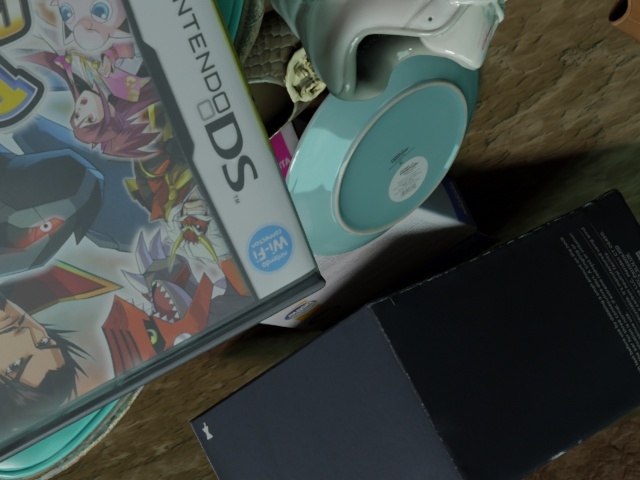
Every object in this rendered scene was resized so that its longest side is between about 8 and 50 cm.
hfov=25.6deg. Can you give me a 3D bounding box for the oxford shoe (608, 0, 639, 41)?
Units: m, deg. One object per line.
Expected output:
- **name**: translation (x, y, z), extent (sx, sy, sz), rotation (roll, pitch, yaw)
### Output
- **oxford shoe**: translation (0.231, -0.199, 0.901), extent (0.076, 0.076, 0.212), rotation (17, 145, 7)

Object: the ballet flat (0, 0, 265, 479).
- **ballet flat**: translation (-0.110, -0.017, 0.770), extent (0.316, 0.108, 0.106), rotation (-64, -172, 4)

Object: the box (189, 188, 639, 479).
- **box**: translation (0.108, 0.138, 1.270), extent (0.312, 0.179, 0.343), rotation (-22, 170, -35)

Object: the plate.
- **plate**: translation (0.051, -0.062, 0.991), extent (0.188, 0.024, 0.188), rotation (-33, 145, -27)

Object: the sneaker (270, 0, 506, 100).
- **sneaker**: translation (0.084, -0.155, 0.785), extent (0.232, 0.115, 0.090), rotation (-35, 155, 28)

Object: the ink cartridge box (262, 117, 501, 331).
- **ink cartridge box**: translation (0.000, 0.000, 1.139), extent (0.186, 0.065, 0.311), rotation (-34, 154, 24)

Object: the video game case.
- **video game case**: translation (-0.157, -0.024, 0.660), extent (0.275, 0.248, 0.035), rotation (-28, -156, -16)

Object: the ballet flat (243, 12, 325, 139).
- **ballet flat**: translation (-0.080, -0.056, 0.886), extent (0.250, 0.058, 0.084), rotation (-35, 140, 1)
